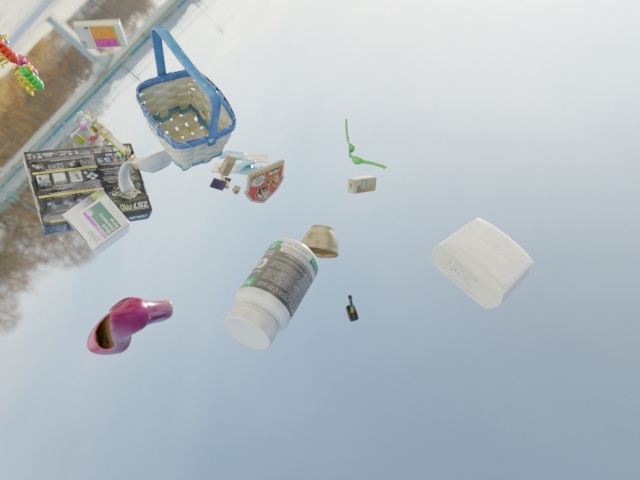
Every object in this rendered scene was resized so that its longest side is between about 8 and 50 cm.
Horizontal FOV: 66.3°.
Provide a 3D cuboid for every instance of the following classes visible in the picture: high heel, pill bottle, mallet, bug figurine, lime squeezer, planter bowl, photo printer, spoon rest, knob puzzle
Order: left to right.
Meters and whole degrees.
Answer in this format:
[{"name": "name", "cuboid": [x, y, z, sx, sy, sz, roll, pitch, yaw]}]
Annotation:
[{"name": "bug figurine", "cuboid": [-0.982, -0.586, 1.566, 0.072, 0.216, 0.279, -39, -132, -10]}, {"name": "high heel", "cuboid": [-0.378, 0.159, 0.866, 0.244, 0.117, 0.082, -20, -102, 32]}, {"name": "spoon rest", "cuboid": [-0.594, -0.252, 1.647, 0.277, 0.084, 0.137, -23, -172, 34]}, {"name": "knob puzzle", "cuboid": [-0.216, -0.215, 1.948, 0.213, 0.213, 0.030, -46, -114, 2]}, {"name": "pill bottle", "cuboid": [-0.164, 0.180, 1.681, 0.204, 0.204, 0.361, -12, -146, 40]}, {"name": "planter bowl", "cuboid": [0.000, 0.000, 1.986, 0.162, 0.162, 0.109, -7, -113, 43]}, {"name": "mallet", "cuboid": [0.110, 0.233, 1.795, 0.039, 0.189, 0.062, -17, -125, -2]}, {"name": "lime squeezer", "cuboid": [0.174, -0.433, 2.327, 0.110, 0.310, 0.059, -40, 170, 18]}, {"name": "photo printer", "cuboid": [0.529, 0.059, 1.568, 0.256, 0.308, 0.107, 44, -47, 19]}]

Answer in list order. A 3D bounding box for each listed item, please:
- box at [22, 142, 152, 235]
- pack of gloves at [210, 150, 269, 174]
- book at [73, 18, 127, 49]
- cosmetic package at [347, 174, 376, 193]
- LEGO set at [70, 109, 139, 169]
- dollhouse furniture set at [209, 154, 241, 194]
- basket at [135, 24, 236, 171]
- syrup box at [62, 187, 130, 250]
[{"name": "box", "cuboid": [-0.894, -0.209, 1.900, 0.097, 0.395, 0.318, -43, -114, 53]}, {"name": "pack of gloves", "cuboid": [-0.347, -0.356, 2.150, 0.232, 0.046, 0.195, 4, -141, -1]}, {"name": "book", "cuboid": [-0.736, -0.689, 1.645, 0.144, 0.096, 0.035, -7, -119, -9]}, {"name": "cosmetic package", "cuboid": [0.165, -0.222, 1.943, 0.115, 0.060, 0.041, -13, -154, -32]}, {"name": "LEGO set", "cuboid": [-0.775, -0.340, 1.746, 0.107, 0.287, 0.132, -47, -127, -7]}, {"name": "dollhouse furniture set", "cuboid": [-0.260, -0.208, 1.425, 0.114, 0.091, 0.081, -53, -146, 36]}, {"name": "basket", "cuboid": [-0.329, -0.335, 1.195, 0.201, 0.254, 0.289, -30, 165, -22]}, {"name": "syrup box", "cuboid": [-0.490, -0.036, 1.088, 0.096, 0.093, 0.237, -42, -168, -20]}]
